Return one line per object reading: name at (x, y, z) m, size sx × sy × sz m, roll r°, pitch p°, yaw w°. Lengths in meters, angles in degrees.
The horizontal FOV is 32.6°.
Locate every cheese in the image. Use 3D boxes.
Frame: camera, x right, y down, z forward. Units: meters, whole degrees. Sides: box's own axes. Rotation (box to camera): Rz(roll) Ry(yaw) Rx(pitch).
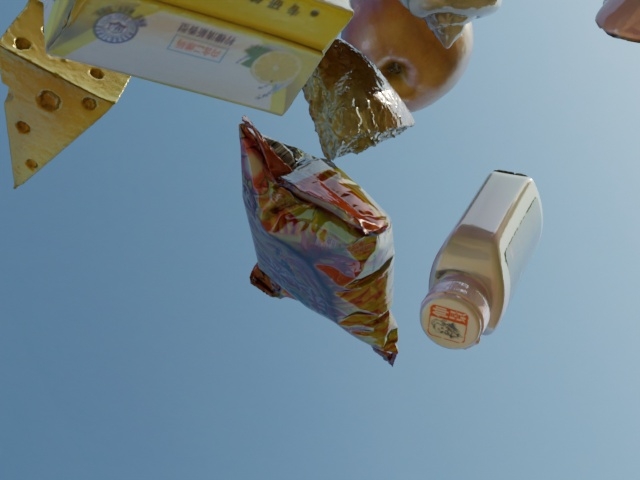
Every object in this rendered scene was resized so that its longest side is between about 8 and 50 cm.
cheese at (-0.278, -0.134, 1.123) m, size 0.126 × 0.171 × 0.093 m, roll 26°, pitch -137°, yaw -10°

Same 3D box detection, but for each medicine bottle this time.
medicine bottle at (0.161, 0.025, 1.090) m, size 0.219 × 0.078 × 0.115 m, roll -51°, pitch -33°, yaw -52°

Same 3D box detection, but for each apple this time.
apple at (0.107, -0.249, 1.372) m, size 0.199 × 0.199 × 0.199 m, roll -1°, pitch -88°, yaw -28°

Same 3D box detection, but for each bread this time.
bread at (0.043, -0.132, 1.053) m, size 0.136 × 0.054 × 0.154 m, roll 20°, pitch -131°, yaw -42°

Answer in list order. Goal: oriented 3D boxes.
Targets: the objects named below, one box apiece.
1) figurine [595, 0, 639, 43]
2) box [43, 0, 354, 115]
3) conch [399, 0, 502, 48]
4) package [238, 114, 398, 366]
figurine at (0.324, -0.362, 1.058) m, size 0.206 × 0.284 × 0.316 m, roll -49°, pitch -34°, yaw -54°
box at (-0.089, -0.222, 0.699) m, size 0.168 × 0.097 × 0.265 m, roll 10°, pitch -129°, yaw -32°
conch at (0.132, -0.321, 1.089) m, size 0.127 × 0.158 × 0.255 m, roll -43°, pitch -50°, yaw -60°
package at (0.005, 0.004, 1.220) m, size 0.108 × 0.223 × 0.288 m, roll -42°, pitch -28°, yaw -21°
